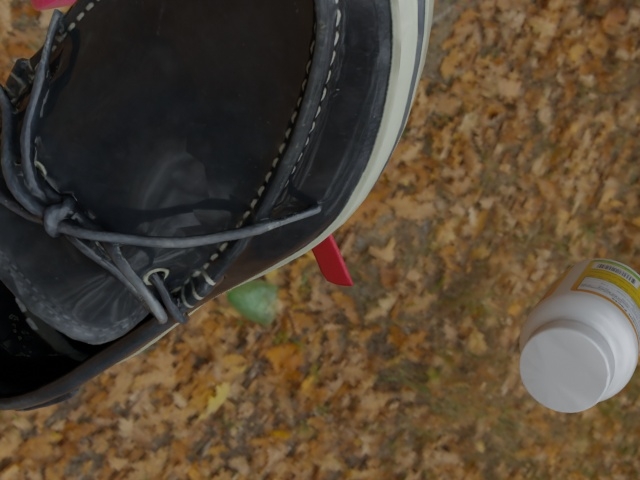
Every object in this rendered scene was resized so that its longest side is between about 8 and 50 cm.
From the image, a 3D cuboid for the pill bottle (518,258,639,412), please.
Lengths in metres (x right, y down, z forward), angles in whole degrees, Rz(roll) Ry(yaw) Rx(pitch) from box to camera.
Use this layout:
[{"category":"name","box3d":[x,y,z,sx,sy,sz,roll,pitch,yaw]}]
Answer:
[{"category":"pill bottle","box3d":[0.321,0.116,1.135,0.245,0.136,0.136,-28,136,-60]}]

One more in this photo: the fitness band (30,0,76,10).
[{"category":"fitness band","box3d":[-0.255,-0.337,1.177,0.209,0.291,0.054,-16,105,3]}]

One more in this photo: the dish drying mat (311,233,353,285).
[{"category":"dish drying mat","box3d":[0.000,0.000,0.732,0.008,0.032,0.083,-39,119,-31]}]

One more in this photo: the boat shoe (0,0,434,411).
[{"category":"boat shoe","box3d":[-0.114,-0.027,0.532,0.156,0.187,0.500,-36,177,-43]}]
